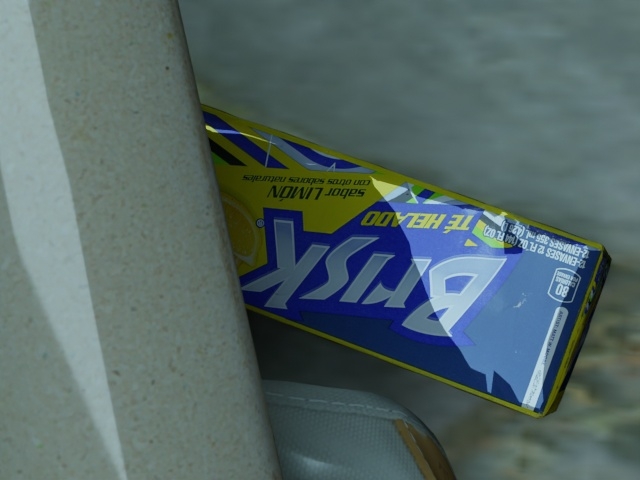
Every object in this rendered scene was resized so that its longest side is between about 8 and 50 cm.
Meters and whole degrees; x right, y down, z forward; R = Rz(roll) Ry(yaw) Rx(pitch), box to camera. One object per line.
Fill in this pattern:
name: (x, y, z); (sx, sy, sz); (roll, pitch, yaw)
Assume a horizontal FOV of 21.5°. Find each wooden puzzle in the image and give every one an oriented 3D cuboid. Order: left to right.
wooden puzzle: (-0.178, 0.091, 0.382); (0.348, 0.080, 0.322); (-11, 92, 20)

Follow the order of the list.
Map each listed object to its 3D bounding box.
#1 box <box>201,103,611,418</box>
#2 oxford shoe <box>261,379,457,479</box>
box: (0.000, 0.000, 0.511); (0.169, 0.059, 0.054); (19, 90, 13)
oxford shoe: (-0.154, 0.095, 0.507); (0.449, 0.169, 0.130); (4, 40, 19)
